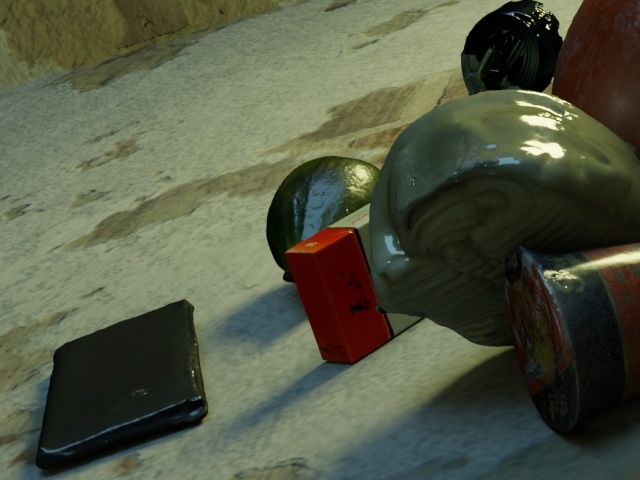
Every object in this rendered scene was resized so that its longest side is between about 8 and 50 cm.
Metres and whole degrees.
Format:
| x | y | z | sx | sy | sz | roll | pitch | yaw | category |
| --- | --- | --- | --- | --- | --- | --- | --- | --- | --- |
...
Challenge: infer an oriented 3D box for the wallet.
| x | y | z | sx | sy | sz | roll | pitch | yaw | category |
| --- | --- | --- | --- | --- | --- | --- | --- | --- | --- |
| -0.172 | 0.119 | 1.603 | 0.146 | 0.030 | 0.285 | -23 | 16 | 1 | wallet |

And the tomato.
| x | y | z | sx | sy | sz | roll | pitch | yaw | category |
| --- | --- | --- | --- | --- | --- | --- | --- | --- | --- |
| 0.305 | -0.119 | 1.428 | 0.265 | 0.265 | 0.265 | -18 | 15 | 5 | tomato |

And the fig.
| x | y | z | sx | sy | sz | roll | pitch | yaw | category |
| --- | --- | --- | --- | --- | --- | --- | --- | --- | --- |
| 0.000 | 0.000 | 1.690 | 0.117 | 0.117 | 0.177 | -12 | 33 | 25 | fig |

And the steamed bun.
| x | y | z | sx | sy | sz | roll | pitch | yaw | category |
| --- | --- | --- | --- | --- | --- | --- | --- | --- | --- |
| 0.132 | -0.029 | 1.327 | 0.218 | 0.144 | 0.211 | 17 | -37 | -36 | steamed bun |

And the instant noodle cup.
| x | y | z | sx | sy | sz | roll | pitch | yaw | category |
| --- | --- | --- | --- | --- | --- | --- | --- | --- | --- |
| 0.205 | 0.052 | 1.229 | 0.136 | 0.127 | 0.127 | -14 | 14 | -10 | instant noodle cup |

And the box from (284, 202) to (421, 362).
| x | y | z | sx | sy | sz | roll | pitch | yaw | category |
| --- | --- | --- | --- | --- | --- | --- | --- | --- | --- |
| 0.050 | 0.023 | 1.529 | 0.152 | 0.100 | 0.048 | -31 | 17 | -38 | box |

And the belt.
| x | y | z | sx | sy | sz | roll | pitch | yaw | category |
| --- | --- | --- | --- | --- | --- | --- | --- | --- | --- |
| 0.213 | -0.207 | 2.092 | 0.058 | 0.105 | 0.140 | -33 | -24 | -42 | belt |
